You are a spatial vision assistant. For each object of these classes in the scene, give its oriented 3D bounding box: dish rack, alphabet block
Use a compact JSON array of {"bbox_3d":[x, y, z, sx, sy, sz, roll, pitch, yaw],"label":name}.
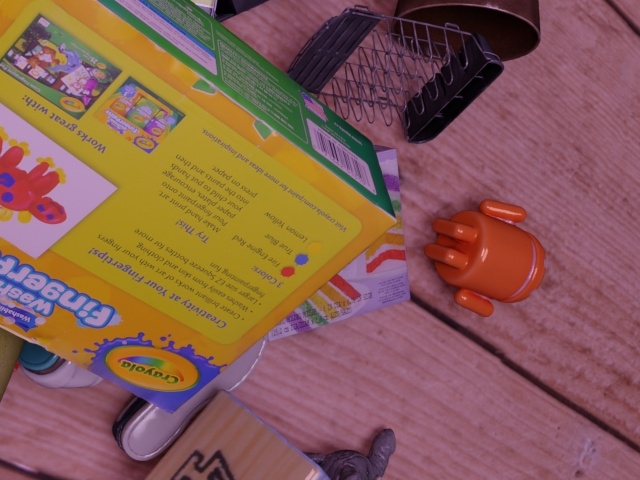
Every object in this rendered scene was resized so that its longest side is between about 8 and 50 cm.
[{"bbox_3d":[0.095,-0.235,1.456,0.272,0.208,0.074,5,57,-31],"label":"dish rack"},{"bbox_3d":[-0.110,0.356,1.412,0.197,0.193,0.192,-50,153,-13],"label":"alphabet block"}]

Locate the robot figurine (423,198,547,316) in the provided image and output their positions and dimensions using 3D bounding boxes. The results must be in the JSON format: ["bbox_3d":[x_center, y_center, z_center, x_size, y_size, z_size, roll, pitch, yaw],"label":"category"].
[{"bbox_3d":[0.273,0.026,1.648,0.219,0.128,0.158,20,51,-32],"label":"robot figurine"}]

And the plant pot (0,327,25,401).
[{"bbox_3d":[-0.460,0.118,1.177,0.275,0.275,0.293,49,58,-28],"label":"plant pot"}]

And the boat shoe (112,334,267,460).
[{"bbox_3d":[-0.184,0.200,1.439,0.254,0.079,0.095,-46,121,-12],"label":"boat shoe"}]

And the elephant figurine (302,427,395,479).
[{"bbox_3d":[0.017,0.392,1.572,0.169,0.186,0.239,13,81,3],"label":"elephant figurine"}]

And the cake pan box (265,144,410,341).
[{"bbox_3d":[0.000,0.000,1.517,0.267,0.070,0.245,-13,104,-28],"label":"cake pan box"}]

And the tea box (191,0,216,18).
[{"bbox_3d":[-0.288,-0.333,1.152,0.329,0.220,0.323,8,96,-19],"label":"tea box"}]

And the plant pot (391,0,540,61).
[{"bbox_3d":[0.222,-0.407,1.507,0.215,0.215,0.230,14,77,-32],"label":"plant pot"}]

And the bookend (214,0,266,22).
[{"bbox_3d":[-0.065,-0.345,1.356,0.156,0.157,0.072,-30,113,-23],"label":"bookend"}]

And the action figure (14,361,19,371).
[{"bbox_3d":[-0.389,0.130,1.328,0.115,0.038,0.030,-61,144,-8],"label":"action figure"}]

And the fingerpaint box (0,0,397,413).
[{"bbox_3d":[-0.212,-0.062,1.063,0.445,0.163,0.371,34,116,-31],"label":"fingerpaint box"}]

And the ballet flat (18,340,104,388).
[{"bbox_3d":[-0.258,0.011,1.336,0.139,0.139,0.400,32,76,-31],"label":"ballet flat"}]
